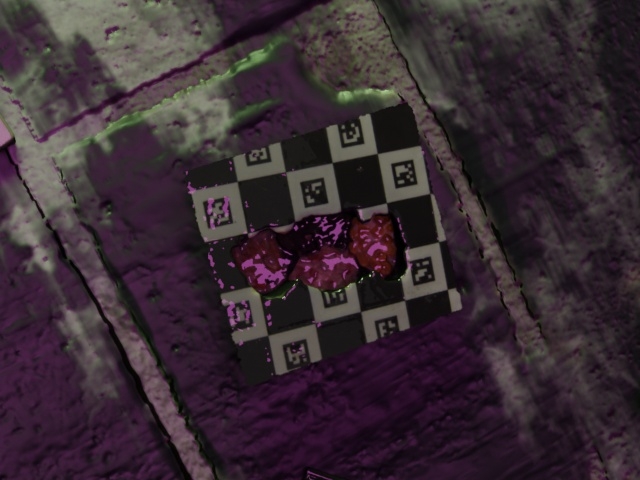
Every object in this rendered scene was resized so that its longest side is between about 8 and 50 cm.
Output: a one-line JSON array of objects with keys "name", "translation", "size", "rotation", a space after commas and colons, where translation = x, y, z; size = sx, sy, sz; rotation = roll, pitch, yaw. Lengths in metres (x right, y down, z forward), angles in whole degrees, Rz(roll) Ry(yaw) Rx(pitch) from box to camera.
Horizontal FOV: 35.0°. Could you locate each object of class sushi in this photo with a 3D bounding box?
[{"name": "sushi", "translation": [0.000, 0.000, 0.886], "size": [0.215, 0.050, 0.192], "rotation": [-18, 97, -20]}]

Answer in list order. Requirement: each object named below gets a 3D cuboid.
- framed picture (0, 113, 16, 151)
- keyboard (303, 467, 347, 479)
[{"name": "framed picture", "translation": [-0.429, -0.152, 0.789], "size": [0.240, 0.020, 0.324], "rotation": [-33, 97, -14]}, {"name": "keyboard", "translation": [0.070, 0.265, 0.919], "size": [0.202, 0.011, 0.067], "rotation": [21, 85, -13]}]
